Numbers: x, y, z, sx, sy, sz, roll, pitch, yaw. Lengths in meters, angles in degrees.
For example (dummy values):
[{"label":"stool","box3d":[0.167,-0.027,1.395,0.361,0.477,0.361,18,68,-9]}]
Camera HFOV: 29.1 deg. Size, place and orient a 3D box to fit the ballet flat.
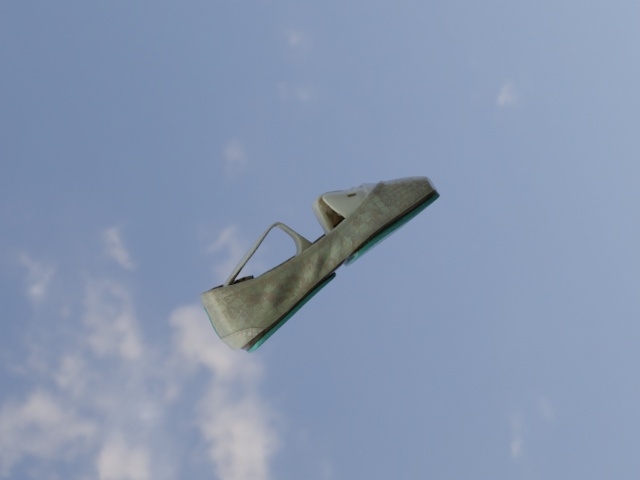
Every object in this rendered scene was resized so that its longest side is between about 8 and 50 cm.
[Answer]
[{"label":"ballet flat","box3d":[0.000,0.000,0.745,0.168,0.057,0.052,-39,-88,-18]}]
